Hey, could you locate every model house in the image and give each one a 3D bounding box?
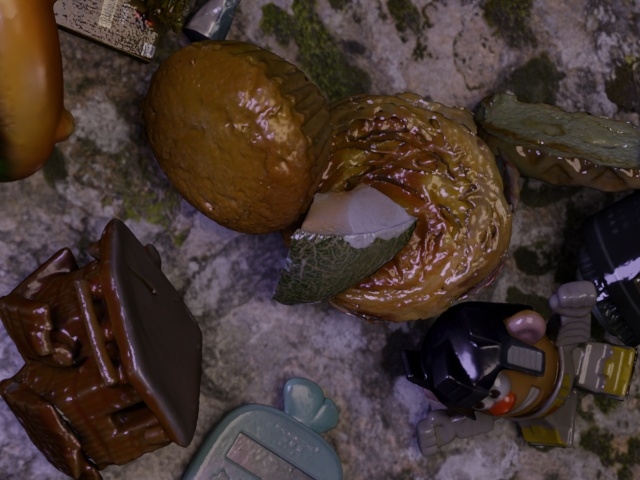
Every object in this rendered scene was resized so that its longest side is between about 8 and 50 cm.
[{"bbox_3d":[-0.256,0.133,1.719,0.229,0.219,0.199,-29,116,21],"label":"model house"}]

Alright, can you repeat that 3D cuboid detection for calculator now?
[{"bbox_3d":[-0.074,0.299,1.875,0.184,0.042,0.295,36,76,-20],"label":"calculator"}]

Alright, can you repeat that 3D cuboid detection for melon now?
[{"bbox_3d":[0.000,0.003,1.816,0.139,0.202,0.093,16,42,-61],"label":"melon"}]

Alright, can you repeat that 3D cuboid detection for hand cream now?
[{"bbox_3d":[-0.091,-0.327,1.879,0.052,0.075,0.247,33,77,-25],"label":"hand cream"}]

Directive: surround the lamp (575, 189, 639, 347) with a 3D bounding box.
[{"bbox_3d":[0.459,0.022,1.992,0.272,0.374,0.205,-38,109,2],"label":"lamp"}]

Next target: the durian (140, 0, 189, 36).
[{"bbox_3d":[-0.156,-0.348,1.813,0.119,0.108,0.186,31,65,-20],"label":"durian"}]

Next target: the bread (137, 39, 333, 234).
[{"bbox_3d":[-0.087,-0.118,1.786,0.139,0.240,0.240,-31,101,-38],"label":"bread"}]

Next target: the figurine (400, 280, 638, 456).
[{"bbox_3d":[0.228,0.156,1.935,0.309,0.143,0.308,-15,124,-23],"label":"figurine"}]

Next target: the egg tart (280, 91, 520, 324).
[{"bbox_3d":[0.095,-0.041,1.904,0.297,0.132,0.297,-1,88,13],"label":"egg tart"}]

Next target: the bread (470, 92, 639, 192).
[{"bbox_3d":[0.301,-0.114,1.997,0.232,0.088,0.128,14,41,12],"label":"bread"}]

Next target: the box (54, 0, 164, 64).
[{"bbox_3d":[-0.242,-0.267,1.830,0.133,0.023,0.090,19,81,-23],"label":"box"}]

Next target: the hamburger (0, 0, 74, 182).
[{"bbox_3d":[-0.411,-0.226,1.560,0.277,0.396,0.395,-20,96,-23],"label":"hamburger"}]
